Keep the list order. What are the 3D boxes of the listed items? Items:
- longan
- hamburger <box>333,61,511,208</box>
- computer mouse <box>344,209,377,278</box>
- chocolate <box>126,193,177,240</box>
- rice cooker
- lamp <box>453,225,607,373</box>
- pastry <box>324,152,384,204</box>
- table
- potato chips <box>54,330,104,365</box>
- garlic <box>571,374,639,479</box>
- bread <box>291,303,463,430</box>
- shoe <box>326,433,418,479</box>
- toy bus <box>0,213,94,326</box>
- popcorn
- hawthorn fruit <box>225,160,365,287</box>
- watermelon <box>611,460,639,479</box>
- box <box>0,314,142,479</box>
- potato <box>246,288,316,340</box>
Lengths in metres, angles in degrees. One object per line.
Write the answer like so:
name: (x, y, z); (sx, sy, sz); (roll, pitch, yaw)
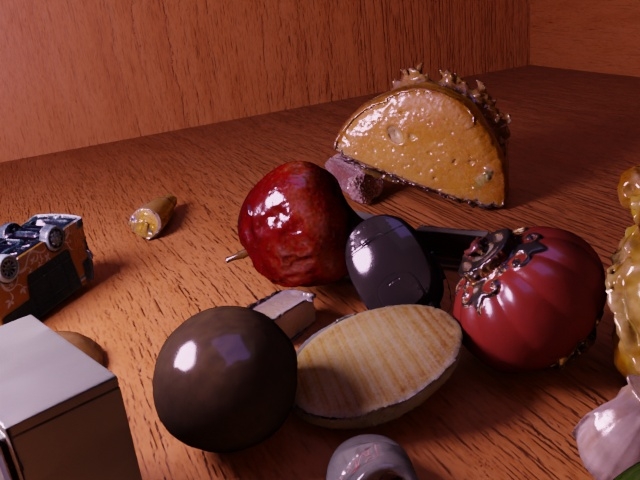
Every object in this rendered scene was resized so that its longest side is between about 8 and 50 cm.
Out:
longan: (-0.120, 0.174, 0.912); (0.197, 0.198, 0.212); (-4, 23, 5)
hamburger: (0.286, -0.275, 1.728); (0.445, 0.287, 0.268); (22, 22, 13)
computer mouse: (0.001, 0.005, 1.440); (0.330, 0.095, 0.197); (11, 41, 18)
chocolate: (-0.407, -0.071, 1.786); (0.085, 0.086, 0.219); (-3, 18, 8)
rice cooker: (0.126, 0.055, 1.154); (0.142, 0.203, 0.118); (-29, -12, 15)
lamp: (0.287, 0.078, 0.997); (0.226, 0.227, 0.227); (-6, 21, 2)
pastry: (0.093, -0.168, 1.846); (0.112, 0.103, 0.265); (-16, 25, -7)
table: (0.261, 0.009, 1.400); (0.146, 0.063, 0.175); (6, 27, 30)
potato chips: (-0.454, 0.196, 1.124); (0.208, 0.062, 0.195); (-11, 23, -17)
garlic: (0.396, 0.216, 0.737); (0.229, 0.178, 0.143); (-24, 53, 2)
bread: (0.073, 0.173, 0.991); (0.266, 0.041, 0.267); (-18, 22, 8)
shoe: (0.058, 0.269, 0.733); (0.103, 0.100, 0.251); (-8, 24, -3)
toy bus: (-0.572, 0.064, 1.356); (0.138, 0.167, 0.275); (2, 27, 21)
popcorn: (0.486, 0.053, 0.917); (0.225, 0.333, 0.264); (-17, -11, 33)
hawthorn fruit: (-0.056, -0.014, 1.268); (0.265, 0.230, 0.210); (-25, 23, 27)
watermelon: (0.268, 0.264, 0.363); (0.362, 0.364, 0.363); (-6, 21, 2)
box: (-0.298, 0.231, 0.757); (0.117, 0.225, 0.224); (-23, 26, -37)
potato: (-0.065, 0.128, 1.186); (0.086, 0.061, 0.122); (9, 24, 35)
